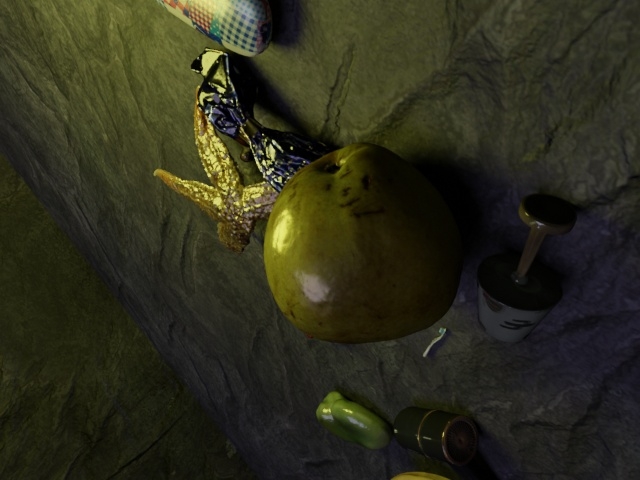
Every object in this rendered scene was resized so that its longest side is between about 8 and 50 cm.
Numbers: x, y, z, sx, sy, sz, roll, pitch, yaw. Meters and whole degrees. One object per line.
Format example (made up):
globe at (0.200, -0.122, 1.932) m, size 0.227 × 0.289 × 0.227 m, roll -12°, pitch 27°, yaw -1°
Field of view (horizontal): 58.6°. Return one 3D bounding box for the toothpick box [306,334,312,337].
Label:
toothpick box at (0.004, 0.227, 1.424) m, size 0.083 × 0.047 × 0.047 m, roll 1°, pitch 126°, yaw 50°

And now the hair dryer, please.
hair dryer at (0.327, 0.527, 1.314) m, size 0.352 × 0.107 × 0.189 m, roll 51°, pitch 152°, yaw -15°

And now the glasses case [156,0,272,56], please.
glasses case at (-0.205, -0.418, 0.940) m, size 0.327 × 0.076 × 0.125 m, roll 38°, pitch 149°, yaw 19°

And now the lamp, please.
lamp at (0.284, 0.044, 0.798) m, size 0.121 × 0.121 × 0.215 m, roll 31°, pitch 136°, yaw 26°

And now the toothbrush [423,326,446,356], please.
toothbrush at (0.229, 0.207, 1.151) m, size 0.013 × 0.011 × 0.131 m, roll 28°, pitch 145°, yaw 9°

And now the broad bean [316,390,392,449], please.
broad bean at (0.091, 0.507, 1.582) m, size 0.227 × 0.100 × 0.169 m, roll 7°, pitch 137°, yaw 46°

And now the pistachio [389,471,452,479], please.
pistachio at (0.295, 0.721, 1.446) m, size 0.321 × 0.229 × 0.238 m, roll 20°, pitch 106°, yaw 26°

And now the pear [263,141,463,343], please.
pear at (0.062, 0.002, 0.882) m, size 0.303 × 0.304 × 0.304 m, roll 32°, pitch 146°, yaw 25°

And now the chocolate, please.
chocolate at (-0.128, -0.208, 1.029) m, size 0.343 × 0.126 × 0.148 m, roll 44°, pitch 136°, yaw 10°

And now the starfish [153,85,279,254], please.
starfish at (-0.177, -0.107, 1.222) m, size 0.384 × 0.132 × 0.398 m, roll 49°, pitch 146°, yaw 7°
